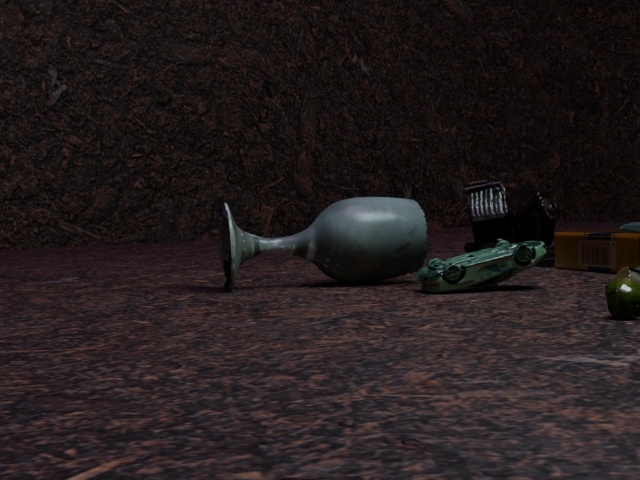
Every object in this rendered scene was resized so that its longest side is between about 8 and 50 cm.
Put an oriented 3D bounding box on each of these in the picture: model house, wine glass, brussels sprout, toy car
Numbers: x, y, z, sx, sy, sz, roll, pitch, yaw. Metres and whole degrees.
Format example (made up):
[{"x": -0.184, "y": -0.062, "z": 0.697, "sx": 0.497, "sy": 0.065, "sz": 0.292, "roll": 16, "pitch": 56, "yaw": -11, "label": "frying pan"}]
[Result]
[{"x": 0.387, "y": -0.044, "z": 2.023, "sx": 0.203, "sy": 0.164, "sz": 0.141, "roll": 1, "pitch": 8, "yaw": 15, "label": "model house"}, {"x": 0.000, "y": 0.000, "z": 1.512, "sx": 0.321, "sy": 0.144, "sz": 0.143, "roll": -1, "pitch": 2, "yaw": -12, "label": "wine glass"}, {"x": 0.328, "y": 0.055, "z": 1.060, "sx": 0.046, "sy": 0.051, "sz": 0.083, "roll": -43, "pitch": -18, "yaw": 24, "label": "brussels sprout"}, {"x": 0.226, "y": 0.040, "z": 1.382, "sx": 0.186, "sy": 0.058, "sz": 0.093, "roll": -14, "pitch": 6, "yaw": -11, "label": "toy car"}]

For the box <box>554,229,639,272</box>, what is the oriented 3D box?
[{"x": 0.515, "y": 0.016, "z": 1.643, "sx": 0.152, "sy": 0.070, "sz": 0.237, "roll": -2, "pitch": 4, "yaw": -23, "label": "box"}]

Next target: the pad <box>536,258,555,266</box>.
[{"x": 0.429, "y": 0.041, "z": 1.842, "sx": 0.112, "sy": 0.003, "sz": 0.157, "roll": -2, "pitch": 2, "yaw": -11, "label": "pad"}]

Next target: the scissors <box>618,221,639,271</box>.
[{"x": 0.555, "y": -0.012, "z": 1.283, "sx": 0.383, "sy": 0.256, "sz": 0.029, "roll": -16, "pitch": -38, "yaw": 36, "label": "scissors"}]
